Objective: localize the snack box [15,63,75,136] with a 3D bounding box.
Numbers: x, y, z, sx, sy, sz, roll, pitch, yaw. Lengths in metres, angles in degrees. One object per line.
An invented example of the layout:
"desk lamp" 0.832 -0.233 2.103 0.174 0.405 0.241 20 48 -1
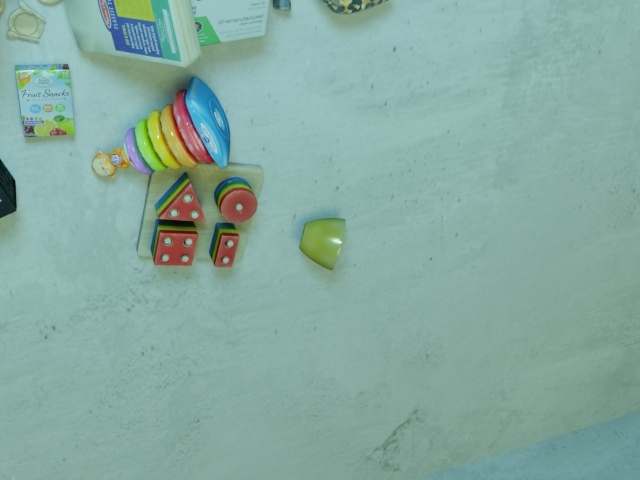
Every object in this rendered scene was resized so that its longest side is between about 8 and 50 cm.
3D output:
"snack box" -0.547 -0.278 1.525 0.100 0.037 0.141 -7 126 -20

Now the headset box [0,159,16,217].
"headset box" -0.780 -0.120 1.477 0.283 0.131 0.246 -25 129 -5

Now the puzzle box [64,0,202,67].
"puzzle box" -0.358 -0.508 1.308 0.052 0.272 0.408 -47 143 -42

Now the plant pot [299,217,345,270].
"plant pot" 0.000 0.000 1.918 0.095 0.134 0.134 14 120 -5

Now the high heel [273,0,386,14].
"high heel" 0.032 -0.555 1.538 0.261 0.093 0.186 -4 132 -10

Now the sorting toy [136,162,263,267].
"sorting toy" -0.273 -0.052 1.773 0.257 0.089 0.255 3 122 -25

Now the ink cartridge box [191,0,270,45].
"ink cartridge box" -0.199 -0.512 1.393 0.211 0.121 0.289 -18 143 -27

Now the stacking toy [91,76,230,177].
"stacking toy" -0.350 -0.203 1.615 0.302 0.165 0.175 -19 121 9

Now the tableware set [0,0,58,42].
"tableware set" -0.556 -0.452 1.408 0.141 0.020 0.168 23 112 -34
